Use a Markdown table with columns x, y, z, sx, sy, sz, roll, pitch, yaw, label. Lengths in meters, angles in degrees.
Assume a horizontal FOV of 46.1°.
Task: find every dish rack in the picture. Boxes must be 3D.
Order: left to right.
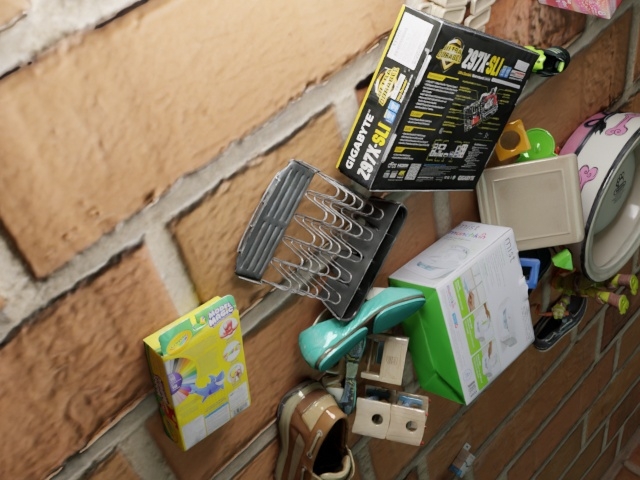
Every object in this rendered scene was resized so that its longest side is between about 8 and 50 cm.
| x | y | z | sx | sy | sz | roll | pitch | yaw | label |
| --- | --- | --- | --- | --- | --- | --- | --- | --- | --- |
| 0.000 | 0.000 | 1.119 | 0.271 | 0.074 | 0.208 | 21 | 96 | -53 | dish rack |

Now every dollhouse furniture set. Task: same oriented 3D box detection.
| x | y | z | sx | sy | sz | roll | pitch | yaw | label |
| --- | --- | --- | --- | --- | --- | --- | --- | --- | --- |
| 0.144 | 0.264 | 1.394 | 0.129 | 0.128 | 0.184 | -4 | 103 | -79 | dollhouse furniture set |

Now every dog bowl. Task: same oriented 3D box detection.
| x | y | z | sx | sy | sz | roll | pitch | yaw | label |
| --- | --- | --- | --- | --- | --- | --- | --- | --- | --- |
| 0.660 | -0.115 | 1.745 | 0.408 | 0.150 | 0.408 | -27 | 132 | -35 | dog bowl |

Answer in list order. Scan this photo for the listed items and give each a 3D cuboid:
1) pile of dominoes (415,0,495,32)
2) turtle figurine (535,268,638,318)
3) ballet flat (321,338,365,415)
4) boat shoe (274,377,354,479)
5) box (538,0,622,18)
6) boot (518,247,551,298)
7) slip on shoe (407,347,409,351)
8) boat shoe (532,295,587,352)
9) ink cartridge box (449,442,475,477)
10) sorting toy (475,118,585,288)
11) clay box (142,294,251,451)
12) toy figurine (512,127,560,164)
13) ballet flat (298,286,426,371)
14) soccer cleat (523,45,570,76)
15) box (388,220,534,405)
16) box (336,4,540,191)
| x | y | z | sx | sy | sz | roll | pitch | yaw | label |
| --- | --- | --- | --- | --- | --- | --- | --- | --- | --- |
| 0.178 | -0.281 | 1.187 | 0.196 | 0.040 | 0.251 | -22 | 137 | -40 | pile of dominoes |
| 0.670 | 0.107 | 1.883 | 0.269 | 0.217 | 0.087 | -37 | 119 | -37 | turtle figurine |
| 0.033 | 0.235 | 1.335 | 0.070 | 0.070 | 0.189 | -19 | 125 | -41 | ballet flat |
| -0.006 | 0.396 | 1.336 | 0.122 | 0.120 | 0.324 | -31 | 134 | -32 | boat shoe |
| 0.418 | -0.521 | 1.198 | 0.154 | 0.142 | 0.300 | -54 | 143 | -9 | box |
| 0.402 | 0.060 | 1.607 | 0.246 | 0.094 | 0.207 | -52 | 142 | -12 | boot |
| 0.204 | 0.165 | 1.488 | 0.135 | 0.041 | 0.051 | -49 | 125 | -18 | slip on shoe |
| 0.635 | 0.206 | 1.992 | 0.206 | 0.075 | 0.065 | -46 | 144 | -11 | boat shoe |
| 0.377 | 0.577 | 1.977 | 0.083 | 0.028 | 0.048 | -55 | 143 | -8 | ink cartridge box |
| 0.405 | -0.072 | 1.462 | 0.047 | 0.195 | 0.348 | -81 | 159 | -67 | sorting toy |
| -0.170 | 0.177 | 1.056 | 0.127 | 0.053 | 0.222 | -30 | 133 | -33 | clay box |
| 0.465 | -0.147 | 1.556 | 0.159 | 0.130 | 0.173 | -19 | 102 | -61 | toy figurine |
| 0.065 | 0.125 | 1.259 | 0.247 | 0.087 | 0.083 | -28 | 152 | -26 | ballet flat |
| 0.426 | -0.327 | 1.393 | 0.178 | 0.072 | 0.060 | -11 | 122 | -45 | soccer cleat |
| 0.277 | 0.132 | 1.427 | 0.231 | 0.126 | 0.262 | -35 | 119 | -31 | box |
| 0.191 | -0.204 | 1.170 | 0.322 | 0.079 | 0.257 | -6 | 123 | -50 | box |
